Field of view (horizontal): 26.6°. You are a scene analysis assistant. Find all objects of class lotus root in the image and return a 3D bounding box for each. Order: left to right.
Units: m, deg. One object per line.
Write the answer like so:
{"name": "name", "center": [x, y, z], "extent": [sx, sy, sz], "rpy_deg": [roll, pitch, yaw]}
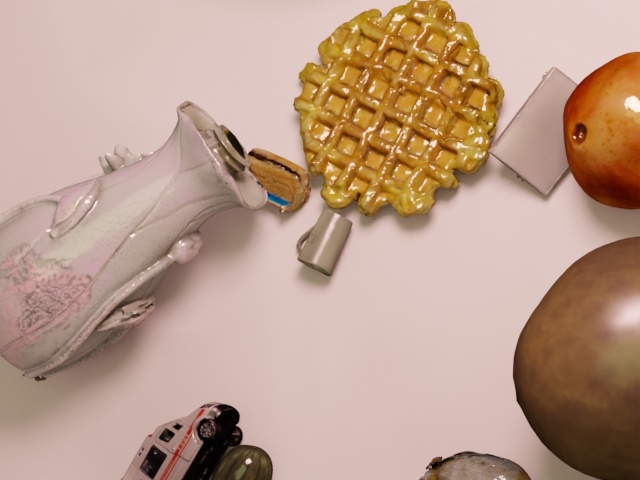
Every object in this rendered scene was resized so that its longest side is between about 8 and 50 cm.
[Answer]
{"name": "lotus root", "center": [0.209, 0.321, 1.792], "extent": [0.165, 0.088, 0.088], "rpy_deg": [11, 81, 29]}

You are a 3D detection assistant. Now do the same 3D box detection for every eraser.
{"name": "eraser", "center": [0.314, -0.151, 1.871], "extent": [0.104, 0.023, 0.150], "rpy_deg": [37, 89, -11]}

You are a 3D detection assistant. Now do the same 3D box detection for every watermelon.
{"name": "watermelon", "center": [-0.112, 0.336, 1.884], "extent": [0.078, 0.078, 0.110], "rpy_deg": [35, 94, 21]}

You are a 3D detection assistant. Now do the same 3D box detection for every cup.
{"name": "cup", "center": [0.005, 0.002, 1.947], "extent": [0.054, 0.075, 0.083], "rpy_deg": [28, 82, -16]}

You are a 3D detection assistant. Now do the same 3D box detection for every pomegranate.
{"name": "pomegranate", "center": [0.412, -0.142, 1.774], "extent": [0.209, 0.209, 0.209], "rpy_deg": [-4, 77, 16]}

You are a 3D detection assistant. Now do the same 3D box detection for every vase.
{"name": "vase", "center": [-0.292, -0.004, 1.927], "extent": [0.445, 0.250, 0.250], "rpy_deg": [-37, 70, 10]}

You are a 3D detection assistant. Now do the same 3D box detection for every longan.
{"name": "longan", "center": [0.394, 0.148, 1.650], "extent": [0.319, 0.319, 0.318], "rpy_deg": [-4, 77, 16]}

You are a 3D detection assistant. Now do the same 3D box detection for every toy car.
{"name": "toy car", "center": [-0.201, 0.308, 1.912], "extent": [0.108, 0.089, 0.209], "rpy_deg": [31, 91, 29]}

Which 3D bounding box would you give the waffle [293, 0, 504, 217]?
{"name": "waffle", "center": [0.112, -0.188, 1.943], "extent": [0.302, 0.068, 0.324], "rpy_deg": [-19, 75, 12]}

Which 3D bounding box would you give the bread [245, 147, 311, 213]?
{"name": "bread", "center": [-0.064, -0.089, 1.982], "extent": [0.106, 0.053, 0.072], "rpy_deg": [28, 110, 23]}
